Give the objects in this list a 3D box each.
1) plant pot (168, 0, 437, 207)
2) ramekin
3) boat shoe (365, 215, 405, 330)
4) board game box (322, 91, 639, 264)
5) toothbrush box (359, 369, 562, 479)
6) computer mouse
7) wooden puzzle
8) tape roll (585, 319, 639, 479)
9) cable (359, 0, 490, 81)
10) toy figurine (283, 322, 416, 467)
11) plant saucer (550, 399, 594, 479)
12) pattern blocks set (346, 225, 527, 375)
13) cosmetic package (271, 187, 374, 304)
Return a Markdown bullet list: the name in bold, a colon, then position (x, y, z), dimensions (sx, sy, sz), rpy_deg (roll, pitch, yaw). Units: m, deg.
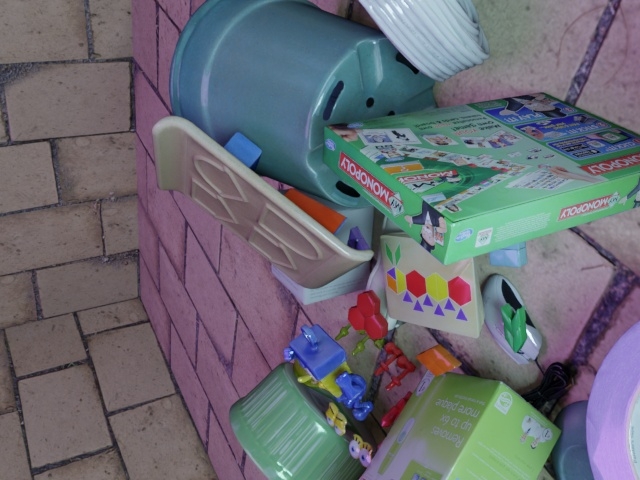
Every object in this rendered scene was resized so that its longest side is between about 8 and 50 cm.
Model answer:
- **plant pot**: position (-0.016, -0.222, 1.020), dimensions (0.334, 0.341, 0.342), rpy_deg (32, 129, 44)
- **ramekin**: position (-0.026, 0.392, 1.300), dimensions (0.148, 0.303, 0.303), rpy_deg (-49, 42, 3)
- **boat shoe**: position (0.153, 0.022, 1.019), dimensions (0.109, 0.091, 0.305), rpy_deg (58, 144, 43)
- **board game box**: position (0.190, -0.083, 0.656), dimensions (0.213, 0.317, 0.046), rpy_deg (47, 142, 46)
- **toothbrush box**: position (0.168, 0.335, 0.879), dimensions (0.122, 0.283, 0.206), rpy_deg (38, 165, -11)
- **computer mouse**: position (0.273, 0.140, 0.890), dimensions (0.193, 0.042, 0.106), rpy_deg (64, 151, 25)
- **wooden puzzle**: position (-0.095, -0.055, 0.997), dimensions (0.347, 0.081, 0.322), rpy_deg (34, 164, -4)
- **tape roll**: position (0.385, 0.186, 0.557), dimensions (0.274, 0.090, 0.275), rpy_deg (-10, 77, 52)
- **cable**: position (0.112, -0.316, 0.785), dimensions (0.089, 0.257, 0.257), rpy_deg (-31, 87, 27)
- **toy figurine**: position (0.030, 0.199, 1.126), dimensions (0.217, 0.191, 0.362), rpy_deg (54, 172, -31)
- **plant saucer**: position (0.358, 0.304, 0.802), dimensions (0.195, 0.037, 0.195), rpy_deg (35, 132, 53)
- **pattern blocks set**: position (0.157, 0.057, 0.918), dimensions (0.324, 0.026, 0.286), rpy_deg (18, 117, 46)
- **cosmetic package**: position (0.000, 0.000, 1.236), dimensions (0.151, 0.151, 0.184), rpy_deg (37, 132, 52)
